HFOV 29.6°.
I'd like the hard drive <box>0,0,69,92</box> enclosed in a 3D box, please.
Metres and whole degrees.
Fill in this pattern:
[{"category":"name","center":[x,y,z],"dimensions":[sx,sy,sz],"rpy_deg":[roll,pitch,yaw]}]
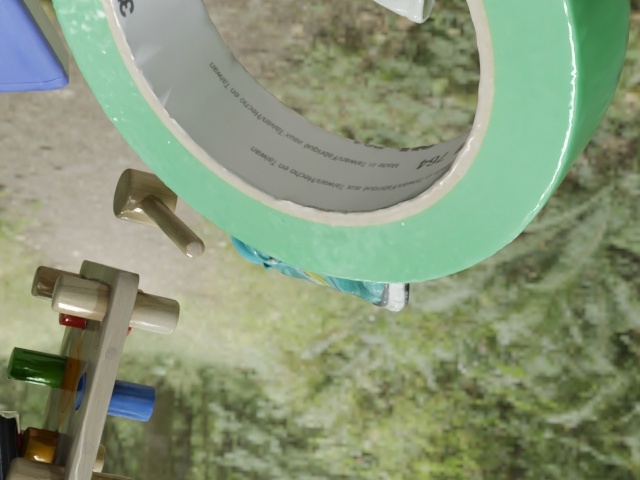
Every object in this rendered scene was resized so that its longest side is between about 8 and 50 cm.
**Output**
[{"category":"hard drive","center":[-0.310,-0.161,0.869],"dimensions":[0.210,0.040,0.318],"rpy_deg":[-3,173,-3]}]

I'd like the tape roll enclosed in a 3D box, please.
[{"category":"tape roll","center":[-0.002,-0.126,0.645],"dimensions":[0.321,0.321,0.077],"rpy_deg":[-5,-149,39]}]

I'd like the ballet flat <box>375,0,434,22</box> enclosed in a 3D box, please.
[{"category":"ballet flat","center":[0.175,-0.344,1.084],"dimensions":[0.139,0.139,0.400],"rpy_deg":[10,142,-38]}]

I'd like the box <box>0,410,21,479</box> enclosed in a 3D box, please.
[{"category":"box","center":[-0.440,0.265,1.212],"dimensions":[0.270,0.165,0.143],"rpy_deg":[-5,171,-5]}]

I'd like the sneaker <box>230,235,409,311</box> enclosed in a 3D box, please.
[{"category":"sneaker","center":[0.000,0.000,0.906],"dimensions":[0.110,0.107,0.275],"rpy_deg":[-1,179,-15]}]

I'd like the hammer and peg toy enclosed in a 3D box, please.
[{"category":"hammer and peg toy","center":[-0.237,0.095,1.257],"dimensions":[0.127,0.361,0.266],"rpy_deg":[15,178,-19]}]
